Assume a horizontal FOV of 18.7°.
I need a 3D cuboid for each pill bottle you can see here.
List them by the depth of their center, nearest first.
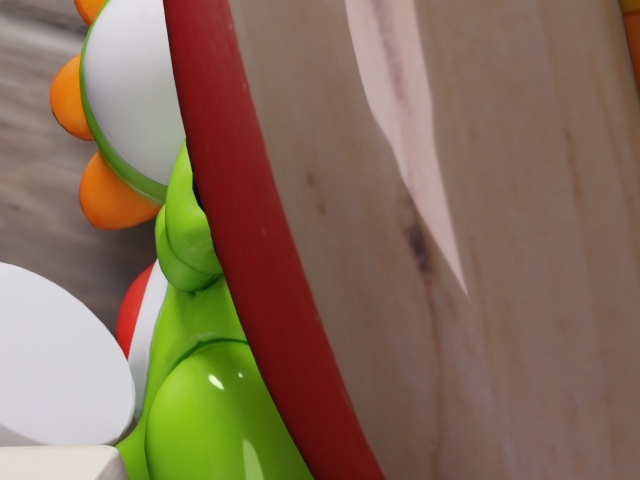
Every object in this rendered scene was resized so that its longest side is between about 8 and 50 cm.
[{"bbox_3d":[-0.147,0.099,0.666,0.108,0.108,0.193,50,119,15],"label":"pill bottle"}]

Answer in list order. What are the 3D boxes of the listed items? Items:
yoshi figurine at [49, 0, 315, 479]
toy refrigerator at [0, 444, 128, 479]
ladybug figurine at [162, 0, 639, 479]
[{"bbox_3d":[0.017,-0.011,0.693,0.203,0.203,0.362,-8,70,-13],"label":"yoshi figurine"},{"bbox_3d":[-0.189,0.129,0.575,0.269,0.094,0.102,-3,111,16],"label":"toy refrigerator"},{"bbox_3d":[0.072,-0.065,0.558,0.162,0.305,0.449,-17,77,44],"label":"ladybug figurine"}]
